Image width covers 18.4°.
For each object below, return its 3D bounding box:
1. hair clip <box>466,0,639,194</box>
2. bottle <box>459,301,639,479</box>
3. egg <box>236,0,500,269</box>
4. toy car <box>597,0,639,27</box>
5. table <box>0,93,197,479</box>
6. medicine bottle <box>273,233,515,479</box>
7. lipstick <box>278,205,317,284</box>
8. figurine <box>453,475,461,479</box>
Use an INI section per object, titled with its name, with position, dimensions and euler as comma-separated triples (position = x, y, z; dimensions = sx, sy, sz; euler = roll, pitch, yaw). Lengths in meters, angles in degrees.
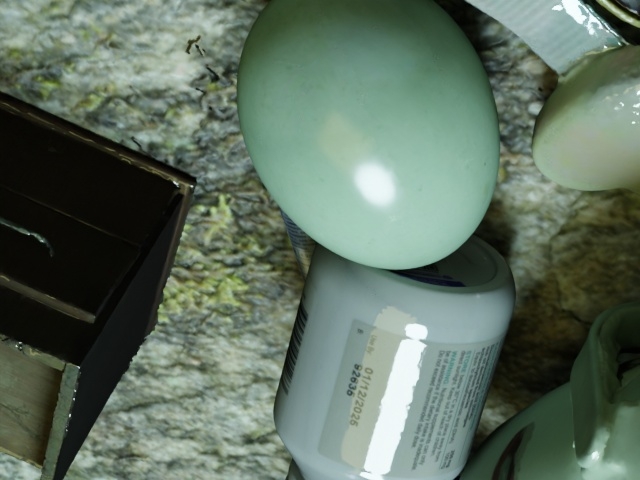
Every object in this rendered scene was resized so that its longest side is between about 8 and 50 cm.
[hair clip]
position = 0.170, -0.105, 1.154
dimensions = 0.218, 0.071, 0.159
euler = 42, 136, -18
[bottle]
position = 0.216, 0.150, 1.177
dimensions = 0.229, 0.229, 0.351
euler = 29, 159, -1
[egg]
position = 0.031, -0.071, 1.185
dimensions = 0.149, 0.149, 0.192
euler = -17, 113, 34
[toy car]
position = 0.217, -0.230, 0.993
dimensions = 0.101, 0.124, 0.257
euler = 39, 123, -10
[table]
position = -0.210, 0.036, 1.354
dimensions = 0.169, 0.193, 0.172
euler = 24, 134, 5
[medicine bottle]
position = 0.040, 0.101, 1.300
dimensions = 0.135, 0.135, 0.215
euler = 19, 114, 9
[lipstick]
position = 0.000, 0.000, 1.335
dimensions = 0.040, 0.040, 0.141
euler = 0, 128, 24
[figurine]
position = 0.116, 0.238, 1.390
dimensions = 0.262, 0.164, 0.120
euler = 10, 138, 17
